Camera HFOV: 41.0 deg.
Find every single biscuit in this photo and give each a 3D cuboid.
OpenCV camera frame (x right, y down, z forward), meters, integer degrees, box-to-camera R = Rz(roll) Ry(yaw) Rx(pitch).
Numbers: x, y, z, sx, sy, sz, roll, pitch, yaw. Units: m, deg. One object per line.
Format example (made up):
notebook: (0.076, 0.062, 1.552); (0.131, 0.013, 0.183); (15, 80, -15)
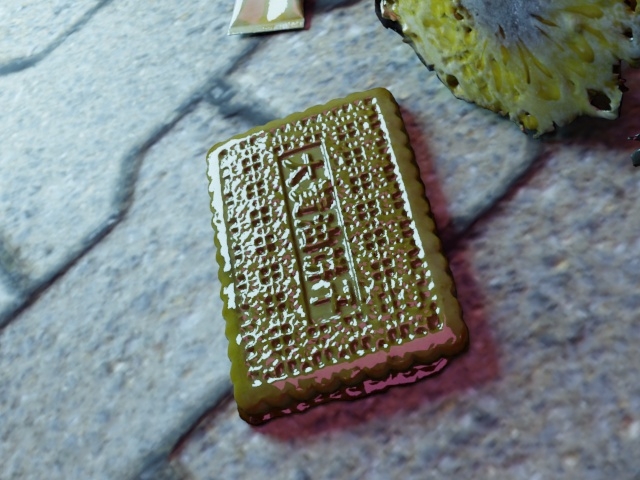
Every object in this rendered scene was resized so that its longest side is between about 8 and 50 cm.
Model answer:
biscuit: (0.000, 0.000, 0.638); (0.172, 0.029, 0.254); (-18, 55, 9)

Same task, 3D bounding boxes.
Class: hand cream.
hand cream: (-0.043, -0.273, 0.821); (0.076, 0.047, 0.174); (-2, 68, 18)

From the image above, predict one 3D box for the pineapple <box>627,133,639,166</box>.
pineapple: (0.330, -0.014, 0.447); (0.202, 0.202, 0.362); (-43, 36, -9)

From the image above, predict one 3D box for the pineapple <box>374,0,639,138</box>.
pineapple: (0.194, -0.257, 0.628); (0.262, 0.262, 0.271); (31, 63, 33)
